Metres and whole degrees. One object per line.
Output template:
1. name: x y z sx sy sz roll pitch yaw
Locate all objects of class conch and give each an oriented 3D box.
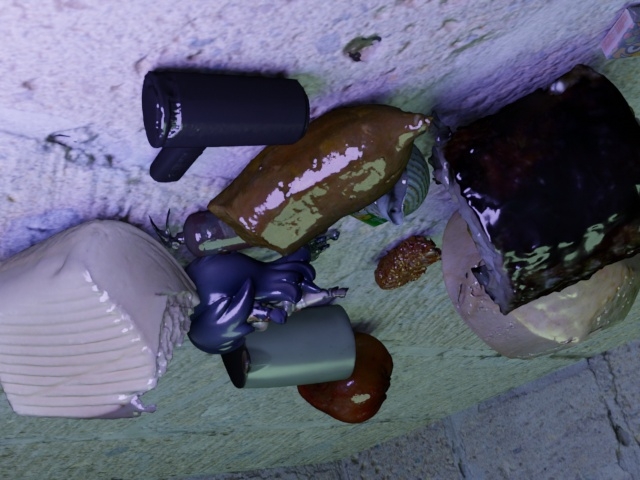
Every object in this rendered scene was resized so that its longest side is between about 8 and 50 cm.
1. conch: 0.109 -0.093 1.422 0.102 0.153 0.135 -12 128 -32

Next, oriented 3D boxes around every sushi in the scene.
1. sushi: 0.329 -0.075 1.401 0.294 0.281 0.299 -24 148 6

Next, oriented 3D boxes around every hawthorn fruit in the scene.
1. hawthorn fruit: 0.042 0.323 2.353 0.261 0.224 0.224 5 159 2

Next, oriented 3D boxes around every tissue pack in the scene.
1. tissue pack: 0.419 -0.279 1.303 0.063 0.035 0.083 -9 157 -16

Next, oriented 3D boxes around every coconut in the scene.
1. coconut: 0.368 0.038 1.695 0.353 0.352 0.352 -14 159 -5

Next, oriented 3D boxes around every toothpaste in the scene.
1. toothpaste: 0.057 -0.064 1.581 0.037 0.043 0.178 -22 159 24

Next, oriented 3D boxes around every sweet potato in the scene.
1. sweet potato: 0.002 -0.090 1.345 0.370 0.157 0.158 -34 154 24

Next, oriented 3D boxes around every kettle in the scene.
1. kettle: -0.081 0.230 2.095 0.255 0.165 0.240 -7 -174 -21

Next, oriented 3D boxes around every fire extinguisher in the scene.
1. fire extinguisher: -0.126 -0.029 1.511 0.268 0.072 0.089 -11 124 -11

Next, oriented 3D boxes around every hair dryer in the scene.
1. hair dryer: -0.153 -0.133 1.228 0.197 0.089 0.251 -5 166 -31

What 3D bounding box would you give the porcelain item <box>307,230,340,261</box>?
1. porcelain item: 0.000 0.000 1.734 0.075 0.021 0.136 -21 160 3

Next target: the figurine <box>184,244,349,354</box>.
1. figurine: -0.110 0.081 1.626 0.265 0.197 0.175 -31 163 -17

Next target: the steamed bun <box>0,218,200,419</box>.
1. steamed bun: -0.344 0.097 1.473 0.290 0.273 0.272 -17 -158 13

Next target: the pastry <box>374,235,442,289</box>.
1. pastry: 0.165 0.038 1.901 0.087 0.063 0.169 8 146 -36
